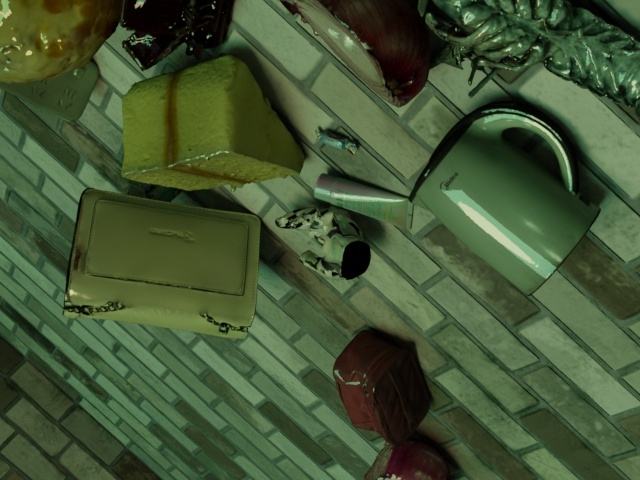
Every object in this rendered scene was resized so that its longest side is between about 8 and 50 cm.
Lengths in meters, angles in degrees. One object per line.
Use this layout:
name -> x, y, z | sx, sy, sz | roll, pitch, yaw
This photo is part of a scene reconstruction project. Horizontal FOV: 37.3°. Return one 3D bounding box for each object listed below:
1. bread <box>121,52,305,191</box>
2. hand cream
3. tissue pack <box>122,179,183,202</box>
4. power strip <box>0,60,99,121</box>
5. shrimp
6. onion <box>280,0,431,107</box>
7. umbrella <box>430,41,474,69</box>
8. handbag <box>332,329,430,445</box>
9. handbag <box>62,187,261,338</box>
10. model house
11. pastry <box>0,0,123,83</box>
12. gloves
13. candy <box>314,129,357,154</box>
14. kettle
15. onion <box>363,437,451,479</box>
bread -> -0.184, -0.187, 1.658 | 0.264, 0.198, 0.236 | -8, 163, 32
hand cream -> 0.076, -0.069, 1.632 | 0.174, 0.047, 0.076 | 19, 141, 16
tissue pack -> -0.342, -0.115, 1.928 | 0.079, 0.111, 0.085 | 27, 143, 22
power strip -> -0.515, -0.348, 1.770 | 0.059, 0.193, 0.265 | 23, 179, 29
shrimp -> 0.247, -0.262, 1.148 | 0.411, 0.166, 0.221 | 26, 112, -1
onion -> 0.042, -0.316, 1.291 | 0.283, 0.120, 0.227 | 43, 178, 20
umbrella -> 0.164, -0.250, 1.347 | 0.044, 0.044, 0.269 | 13, 166, -28
handbag -> 0.125, 0.298, 1.904 | 0.135, 0.146, 0.225 | 19, 141, 39
handbag -> -0.305, 0.058, 1.848 | 0.359, 0.236, 0.160 | 9, 145, -13
model house -> -0.237, -0.349, 1.513 | 0.141, 0.164, 0.203 | 38, 149, 14
pastry -> -0.459, -0.440, 1.461 | 0.313, 0.388, 0.388 | -30, 109, 21
gloves -> 0.006, -0.006, 1.721 | 0.212, 0.111, 0.127 | 46, 166, 51
candy -> 0.026, -0.165, 1.586 | 0.083, 0.020, 0.030 | 22, 140, 28
kettle -> 0.270, -0.076, 1.345 | 0.236, 0.161, 0.221 | 39, 119, 7
onion -> 0.197, 0.529, 2.082 | 0.201, 0.201, 0.207 | 29, 113, 18
